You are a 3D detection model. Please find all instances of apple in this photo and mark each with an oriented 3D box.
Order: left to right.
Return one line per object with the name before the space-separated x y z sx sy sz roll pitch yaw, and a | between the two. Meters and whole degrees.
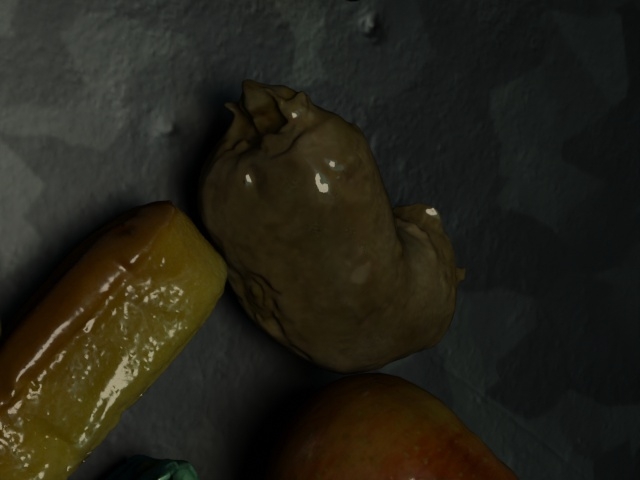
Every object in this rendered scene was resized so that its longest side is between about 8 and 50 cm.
apple | 0.053 0.210 0.991 0.173 0.210 0.235 -46 116 -11

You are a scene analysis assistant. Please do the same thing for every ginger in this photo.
ginger | 0.000 0.000 0.989 0.267 0.138 0.152 50 55 -37

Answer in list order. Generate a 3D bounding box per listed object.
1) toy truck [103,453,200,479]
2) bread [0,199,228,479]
toy truck | -0.080 0.292 0.948 0.155 0.156 0.279 -40 113 -22
bread | -0.168 0.074 0.910 0.094 0.102 0.245 47 73 -22
